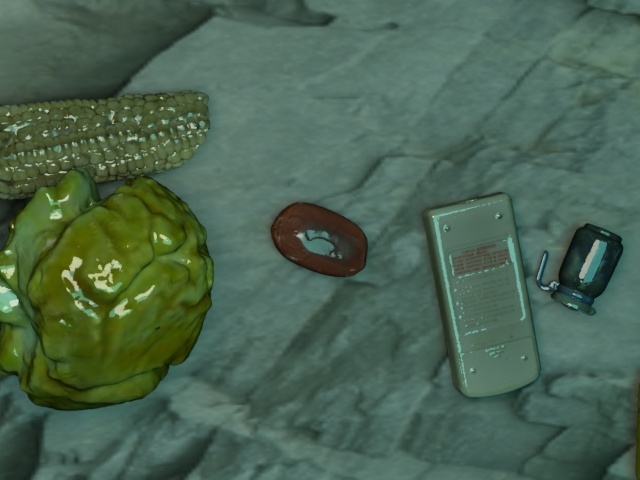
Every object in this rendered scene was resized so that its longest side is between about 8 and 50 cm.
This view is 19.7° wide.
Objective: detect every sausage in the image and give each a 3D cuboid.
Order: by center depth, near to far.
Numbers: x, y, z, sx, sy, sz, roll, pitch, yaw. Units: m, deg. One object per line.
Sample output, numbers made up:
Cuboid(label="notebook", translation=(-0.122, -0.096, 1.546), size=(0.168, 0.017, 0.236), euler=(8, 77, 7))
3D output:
Cuboid(label="sausage", translation=(0.000, 0.000, 1.696), size=(0.094, 0.054, 0.059), euler=(23, 91, -16))

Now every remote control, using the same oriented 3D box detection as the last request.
Cuboid(label="remote control", translation=(0.155, 0.054, 1.753), size=(0.087, 0.029, 0.190), euler=(-14, 100, -12))

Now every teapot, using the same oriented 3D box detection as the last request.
Cuboid(label="teapot", translation=(0.248, 0.024, 1.762), size=(0.063, 0.049, 0.083), euler=(24, 91, -15))

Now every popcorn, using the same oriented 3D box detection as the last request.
Cuboid(label="popcorn", translation=(-0.188, 0.044, 1.578), size=(0.183, 0.204, 0.221), euler=(47, 128, 18))

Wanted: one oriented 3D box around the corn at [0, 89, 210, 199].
Cuboid(label="corn", translation=(-0.201, -0.085, 1.627), size=(0.211, 0.087, 0.087), euler=(-7, 98, -18))

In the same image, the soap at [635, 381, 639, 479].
Cuboid(label="soap", translation=(0.352, 0.185, 1.810), size=(0.089, 0.045, 0.140), euler=(-1, 97, -17))
